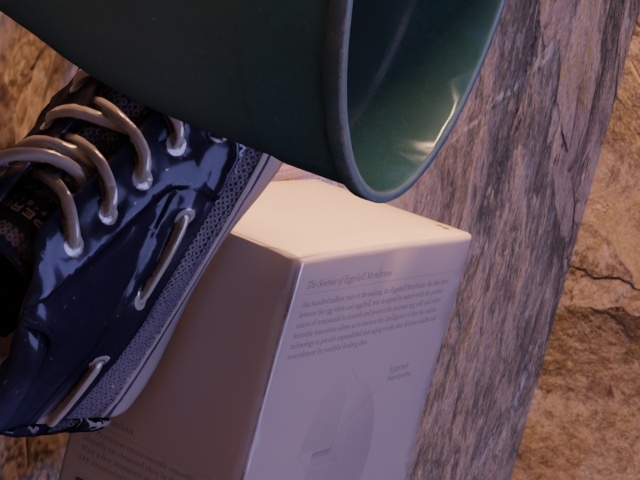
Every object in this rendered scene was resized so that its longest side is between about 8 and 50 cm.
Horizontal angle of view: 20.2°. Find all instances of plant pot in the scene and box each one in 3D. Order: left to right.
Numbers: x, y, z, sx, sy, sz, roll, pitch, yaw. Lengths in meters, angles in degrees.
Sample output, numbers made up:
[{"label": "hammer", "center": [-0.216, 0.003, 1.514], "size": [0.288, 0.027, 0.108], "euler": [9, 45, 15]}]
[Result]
[{"label": "plant pot", "center": [-0.052, -0.182, 0.836], "size": [0.272, 0.255, 0.271], "euler": [17, 90, -73]}]

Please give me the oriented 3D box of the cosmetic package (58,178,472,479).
[{"label": "cosmetic package", "center": [-0.034, 0.085, 1.156], "size": [0.224, 0.138, 0.224], "euler": [-6, 115, -59]}]

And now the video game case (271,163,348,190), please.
[{"label": "video game case", "center": [-0.049, 0.002, 1.291], "size": [0.269, 0.061, 0.244], "euler": [-15, 120, -58]}]

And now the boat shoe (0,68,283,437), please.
[{"label": "boat shoe", "center": [-0.110, -0.039, 0.965], "size": [0.340, 0.127, 0.158], "euler": [-67, 161, 11]}]
